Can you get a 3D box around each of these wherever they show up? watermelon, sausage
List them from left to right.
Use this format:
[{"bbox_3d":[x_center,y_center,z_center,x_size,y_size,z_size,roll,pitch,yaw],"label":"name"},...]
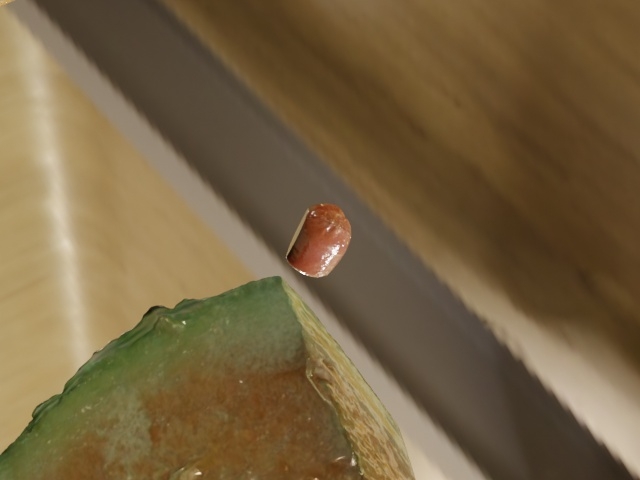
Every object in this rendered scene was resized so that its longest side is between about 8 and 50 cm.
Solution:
[{"bbox_3d":[-0.058,0.207,1.187,0.151,0.264,0.302,42,16,-54],"label":"watermelon"},{"bbox_3d":[0.000,0.000,1.917,0.054,0.059,0.094,23,-41,-6],"label":"sausage"}]

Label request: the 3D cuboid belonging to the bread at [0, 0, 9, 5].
[{"bbox_3d":[-0.344,-0.371,1.669,0.358,0.337,0.204,17,33,-47],"label":"bread"}]
